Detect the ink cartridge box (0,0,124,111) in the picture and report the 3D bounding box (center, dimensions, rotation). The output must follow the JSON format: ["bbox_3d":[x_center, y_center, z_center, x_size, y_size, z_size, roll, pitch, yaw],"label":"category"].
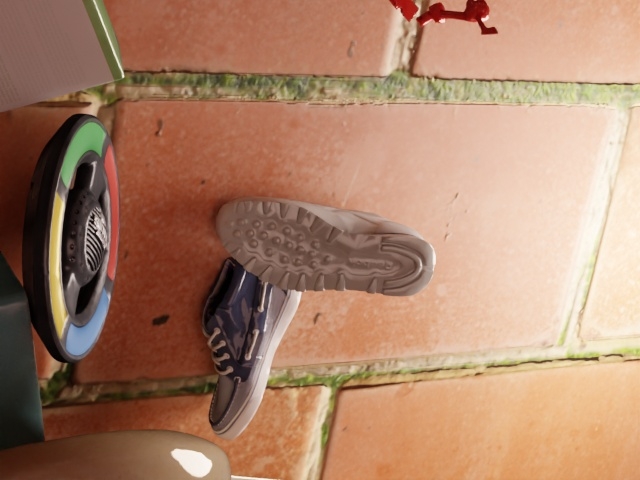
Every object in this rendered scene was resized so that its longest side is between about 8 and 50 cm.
[{"bbox_3d":[-0.306,-0.181,1.568,0.235,0.056,0.171,-16,138,1],"label":"ink cartridge box"}]

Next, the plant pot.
[{"bbox_3d":[-0.389,0.110,1.620,0.234,0.165,0.165,-14,120,-20],"label":"plant pot"}]

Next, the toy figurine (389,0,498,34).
[{"bbox_3d":[0.150,-0.399,1.697,0.362,0.191,0.217,-52,128,-3],"label":"toy figurine"}]

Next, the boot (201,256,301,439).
[{"bbox_3d":[-0.095,0.110,1.879,0.086,0.069,0.190,19,94,-31],"label":"boot"}]

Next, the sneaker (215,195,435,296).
[{"bbox_3d":[0.000,0.000,1.872,0.235,0.095,0.090,14,110,-18],"label":"sneaker"}]

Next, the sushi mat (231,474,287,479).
[{"bbox_3d":[-0.073,0.334,2.032,0.317,0.019,0.151,11,106,-37],"label":"sushi mat"}]

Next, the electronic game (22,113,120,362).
[{"bbox_3d":[-0.222,-0.002,1.653,0.048,0.229,0.229,3,118,10],"label":"electronic game"}]

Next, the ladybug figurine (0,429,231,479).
[{"bbox_3d":[-0.225,0.276,1.669,0.305,0.449,0.161,-13,80,4],"label":"ladybug figurine"}]
